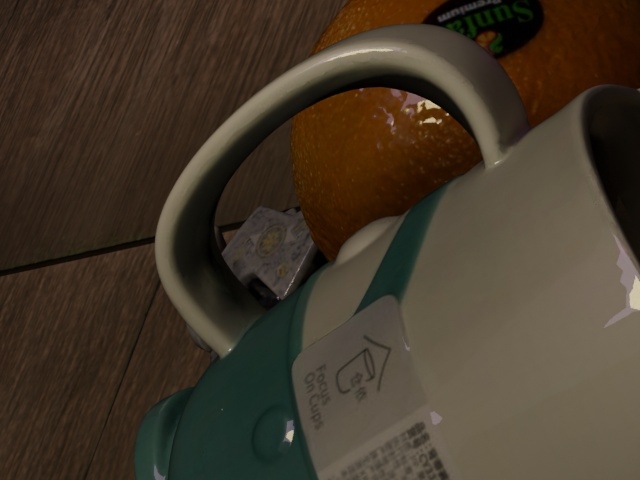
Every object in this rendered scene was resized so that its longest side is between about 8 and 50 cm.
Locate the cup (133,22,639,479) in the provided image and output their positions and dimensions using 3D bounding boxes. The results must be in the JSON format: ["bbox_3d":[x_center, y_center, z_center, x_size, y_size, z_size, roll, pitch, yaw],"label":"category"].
[{"bbox_3d":[0.063,0.060,0.650,0.258,0.289,0.219,-34,4,26],"label":"cup"}]

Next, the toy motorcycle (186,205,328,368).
[{"bbox_3d":[0.000,0.000,0.959,0.215,0.080,0.122,-54,36,-12],"label":"toy motorcycle"}]

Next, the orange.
[{"bbox_3d":[0.084,-0.054,0.806,0.206,0.206,0.206,-30,39,29],"label":"orange"}]
